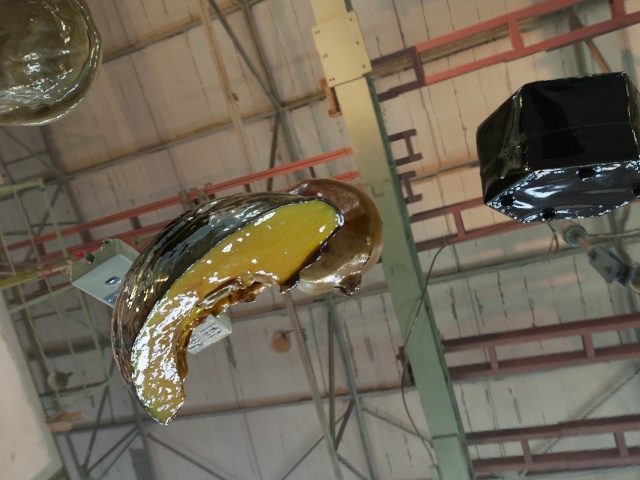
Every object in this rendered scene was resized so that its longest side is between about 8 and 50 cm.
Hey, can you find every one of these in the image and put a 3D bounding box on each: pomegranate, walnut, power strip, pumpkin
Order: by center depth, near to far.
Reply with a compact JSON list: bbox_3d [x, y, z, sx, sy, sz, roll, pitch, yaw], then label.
[{"bbox_3d":[-0.141,0.038,0.507,0.148,0.169,0.312,43,-80,28],"label":"pumpkin"},{"bbox_3d":[-0.001,-0.006,0.876,0.209,0.209,0.209,3,-78,15],"label":"pomegranate"},{"bbox_3d":[-0.514,-0.334,0.877,0.286,0.296,0.284,-1,-85,-13],"label":"walnut"},{"bbox_3d":[-0.306,0.114,0.974,0.106,0.367,0.043,-31,-132,9],"label":"power strip"}]

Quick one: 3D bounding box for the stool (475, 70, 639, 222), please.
[{"bbox_3d":[0.339,-0.116,0.719,0.232,0.232,0.141,-7,-109,17],"label":"stool"}]
